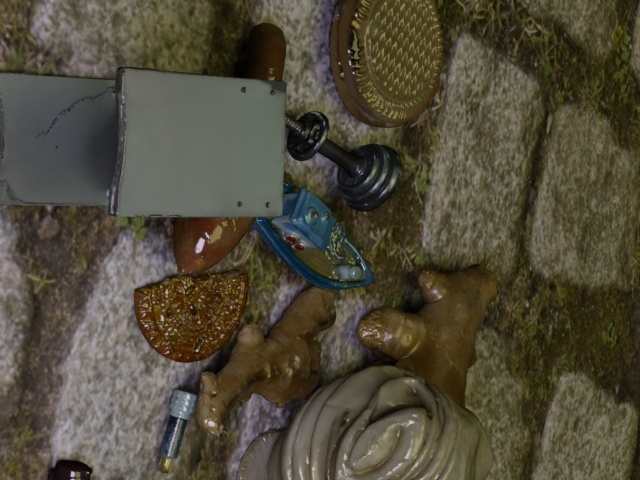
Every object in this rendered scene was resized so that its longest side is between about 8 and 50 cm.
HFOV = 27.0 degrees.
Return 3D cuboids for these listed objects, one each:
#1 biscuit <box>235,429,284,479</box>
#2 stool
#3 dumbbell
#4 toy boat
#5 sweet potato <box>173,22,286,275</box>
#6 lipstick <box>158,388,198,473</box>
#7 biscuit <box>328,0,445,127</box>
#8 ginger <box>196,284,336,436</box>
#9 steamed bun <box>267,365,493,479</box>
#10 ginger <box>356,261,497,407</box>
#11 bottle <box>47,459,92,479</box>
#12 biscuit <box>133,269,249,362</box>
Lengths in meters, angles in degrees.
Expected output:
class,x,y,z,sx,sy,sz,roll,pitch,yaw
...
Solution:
class,x,y,z,sx,sy,sz,roll,pitch,yaw
biscuit,-0.073,0.355,1.979,0.152,0.020,0.152,-7,100,-47
stool,-0.215,-0.116,1.600,0.269,0.243,0.170,-2,95,-48
dumbbell,0.020,-0.129,1.971,0.254,0.110,0.110,30,72,-39
toy boat,0.000,0.000,1.950,0.238,0.098,0.109,43,54,-40
sweet potato,-0.111,-0.117,1.825,0.109,0.109,0.385,42,57,-42
lipstick,-0.199,0.261,1.819,0.037,0.037,0.116,22,83,-47
biscuit,0.105,-0.296,2.055,0.259,0.079,0.259,-8,101,-47
ginger,-0.075,0.179,1.906,0.333,0.081,0.148,-28,116,-48
steamed bun,0.078,0.291,1.909,0.276,0.289,0.203,-54,145,-41
ginger,0.154,0.170,2.170,0.236,0.166,0.375,23,52,-11
bottle,-0.317,0.360,1.683,0.060,0.060,0.164,0,95,-48
biscuit,-0.171,0.105,1.836,0.206,0.025,0.126,-9,102,-47
